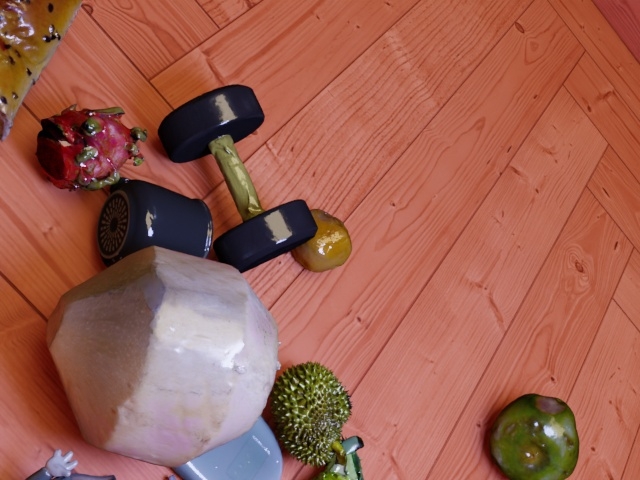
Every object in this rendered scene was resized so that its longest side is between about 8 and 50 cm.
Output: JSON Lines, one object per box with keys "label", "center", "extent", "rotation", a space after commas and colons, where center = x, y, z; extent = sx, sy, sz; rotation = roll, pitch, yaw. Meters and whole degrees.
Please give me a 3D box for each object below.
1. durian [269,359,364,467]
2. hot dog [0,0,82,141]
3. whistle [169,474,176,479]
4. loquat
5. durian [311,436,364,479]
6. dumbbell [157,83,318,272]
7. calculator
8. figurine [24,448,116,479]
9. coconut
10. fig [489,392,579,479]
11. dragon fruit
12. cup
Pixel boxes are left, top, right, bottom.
{"label": "durian", "center": [-0.022, 0.323, 1.466], "extent": [0.146, 0.159, 0.198], "rotation": [-5, 78, -25]}
{"label": "hot dog", "center": [-0.602, -0.414, 1.337], "extent": [0.367, 0.196, 0.365], "rotation": [36, 50, -22]}
{"label": "whistle", "center": [-0.240, 0.438, 1.338], "extent": [0.033, 0.029, 0.083], "rotation": [5, 68, -75]}
{"label": "loquat", "center": [0.000, 0.000, 1.660], "extent": [0.137, 0.113, 0.137], "rotation": [3, 71, -9]}
{"label": "durian", "center": [0.024, 0.491, 1.436], "extent": [0.106, 0.132, 0.375], "rotation": [17, 49, -25]}
{"label": "dumbbell", "center": [-0.157, -0.115, 1.524], "extent": [0.203, 0.203, 0.322], "rotation": [-23, 86, -41]}
{"label": "calculator", "center": [-0.187, 0.348, 1.406], "extent": [0.299, 0.041, 0.185], "rotation": [47, 50, -10]}
{"label": "figurine", "center": [-0.414, 0.421, 1.147], "extent": [0.265, 0.140, 0.193], "rotation": [-1, 48, -24]}
{"label": "coconut", "center": [-0.256, 0.177, 1.243], "extent": [0.352, 0.352, 0.353], "rotation": [15, 62, -31]}
{"label": "fig", "center": [0.498, 0.438, 1.805], "extent": [0.206, 0.206, 0.275], "rotation": [64, 20, 4]}
{"label": "dragon fruit", "center": [-0.399, -0.169, 1.391], "extent": [0.172, 0.166, 0.160], "rotation": [-37, 98, -43]}
{"label": "cup", "center": [-0.301, -0.034, 1.422], "extent": [0.176, 0.169, 0.223], "rotation": [9, 37, -38]}
